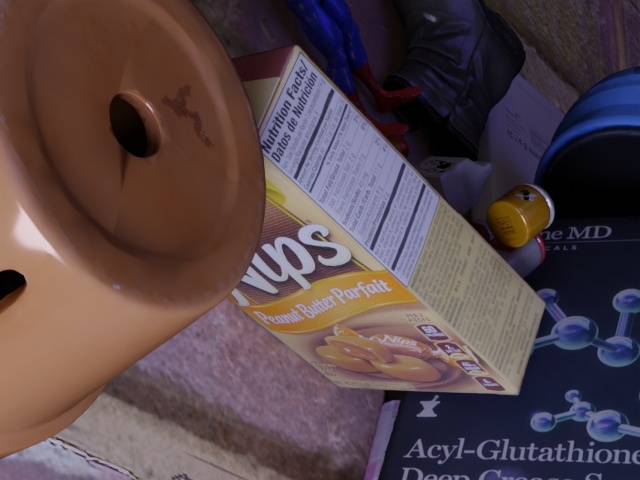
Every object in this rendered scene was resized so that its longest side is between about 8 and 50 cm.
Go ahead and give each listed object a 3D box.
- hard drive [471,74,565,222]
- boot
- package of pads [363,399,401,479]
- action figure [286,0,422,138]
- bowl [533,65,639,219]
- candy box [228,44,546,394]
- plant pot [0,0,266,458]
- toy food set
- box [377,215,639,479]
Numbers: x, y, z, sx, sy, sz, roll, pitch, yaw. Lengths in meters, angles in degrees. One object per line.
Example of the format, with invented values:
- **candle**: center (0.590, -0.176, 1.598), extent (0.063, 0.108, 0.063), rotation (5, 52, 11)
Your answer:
- **hard drive**: center (0.227, -0.033, 1.419), extent (0.203, 0.040, 0.308), rotation (30, 51, -45)
- **boot**: center (0.103, -0.202, 1.291), extent (0.246, 0.083, 0.161), rotation (46, 53, -20)
- **package of pads**: center (0.065, 0.179, 1.087), extent (0.050, 0.032, 0.083), rotation (52, 38, -34)
- **action figure**: center (0.022, -0.222, 1.137), extent (0.280, 0.139, 0.091), rotation (49, 38, -27)
- **bowl**: center (0.369, 0.017, 1.237), extent (0.077, 0.391, 0.391), rotation (-42, 112, -26)
- **candy box**: center (0.000, 0.000, 0.933), extent (0.316, 0.183, 0.088), rotation (41, 59, -37)
- **plant pot**: center (-0.168, -0.033, 0.699), extent (0.291, 0.203, 0.291), rotation (29, 52, -45)
- **toy food set**: center (0.111, -0.026, 1.072), extent (0.104, 0.232, 0.111), rotation (-34, 117, -36)
- **box**: center (0.228, 0.181, 1.045), extent (0.395, 0.293, 0.212), rotation (-69, 149, -45)
